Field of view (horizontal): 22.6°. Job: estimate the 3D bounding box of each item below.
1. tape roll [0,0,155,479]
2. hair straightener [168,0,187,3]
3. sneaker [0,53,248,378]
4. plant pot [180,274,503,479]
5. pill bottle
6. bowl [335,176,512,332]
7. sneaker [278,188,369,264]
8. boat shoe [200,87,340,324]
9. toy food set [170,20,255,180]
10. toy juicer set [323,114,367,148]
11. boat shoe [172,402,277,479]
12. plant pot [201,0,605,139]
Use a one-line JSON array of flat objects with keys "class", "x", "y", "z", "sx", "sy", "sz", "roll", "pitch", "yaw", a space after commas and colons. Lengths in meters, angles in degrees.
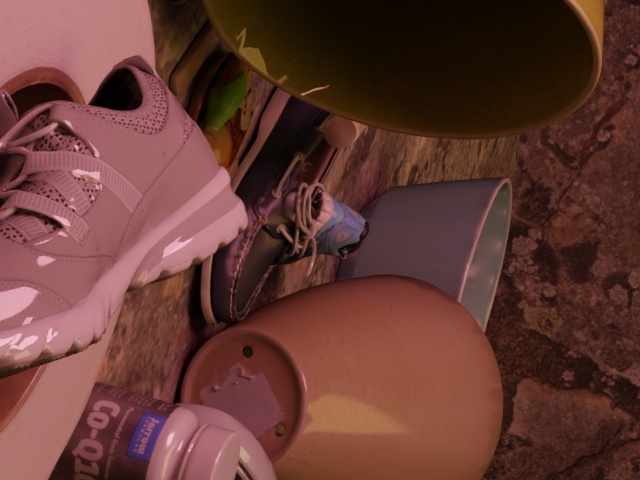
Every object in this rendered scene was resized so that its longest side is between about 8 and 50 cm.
[{"class": "tape roll", "x": -0.192, "y": 0.003, "z": 0.828, "sx": 0.392, "sy": 0.072, "sz": 0.392, "roll": 15, "pitch": 90, "yaw": -76}, {"class": "hair straightener", "x": -0.078, "y": -0.214, "z": 1.146, "sx": 0.230, "sy": 0.047, "sz": 0.089, "roll": -21, "pitch": 124, "yaw": -69}, {"class": "sneaker", "x": -0.141, "y": -0.008, "z": 0.731, "sx": 0.115, "sy": 0.105, "sz": 0.281, "roll": 67, "pitch": 27, "yaw": -9}, {"class": "plant pot", "x": -0.001, "y": 0.150, "z": 1.472, "sx": 0.274, "sy": 0.256, "sz": 0.256, "roll": 10, "pitch": 95, "yaw": -61}, {"class": "pill bottle", "x": -0.129, "y": 0.143, "z": 1.089, "sx": 0.078, "sy": 0.137, "sz": 0.078, "roll": 14, "pitch": 90, "yaw": -77}, {"class": "bowl", "x": 0.116, "y": 0.057, "z": 1.956, "sx": 0.311, "sy": 0.163, "sz": 0.311, "roll": 14, "pitch": 90, "yaw": -77}, {"class": "sneaker", "x": 0.000, "y": 0.000, "z": 1.540, "sx": 0.162, "sy": 0.073, "sz": 0.063, "roll": 155, "pitch": -44, "yaw": -71}, {"class": "boat shoe", "x": -0.034, "y": -0.032, "z": 1.419, "sx": 0.095, "sy": 0.079, "sz": 0.254, "roll": 85, "pitch": 23, "yaw": -54}, {"class": "toy food set", "x": -0.075, "y": -0.086, "z": 1.279, "sx": 0.192, "sy": 0.038, "sz": 0.132, "roll": 91, "pitch": 19, "yaw": -46}, {"class": "toy juicer set", "x": 0.041, "y": -0.202, "z": 1.331, "sx": 0.209, "sy": 0.089, "sz": 0.329, "roll": -74, "pitch": 158, "yaw": -51}, {"class": "boat shoe", "x": -0.108, "y": 0.277, "z": 1.353, "sx": 0.119, "sy": 0.121, "sz": 0.335, "roll": -68, "pitch": 168, "yaw": -45}, {"class": "plant pot", "x": 0.085, "y": -0.265, "z": 1.125, "sx": 0.275, "sy": 0.275, "sz": 0.293, "roll": 76, "pitch": 27, "yaw": -64}]
